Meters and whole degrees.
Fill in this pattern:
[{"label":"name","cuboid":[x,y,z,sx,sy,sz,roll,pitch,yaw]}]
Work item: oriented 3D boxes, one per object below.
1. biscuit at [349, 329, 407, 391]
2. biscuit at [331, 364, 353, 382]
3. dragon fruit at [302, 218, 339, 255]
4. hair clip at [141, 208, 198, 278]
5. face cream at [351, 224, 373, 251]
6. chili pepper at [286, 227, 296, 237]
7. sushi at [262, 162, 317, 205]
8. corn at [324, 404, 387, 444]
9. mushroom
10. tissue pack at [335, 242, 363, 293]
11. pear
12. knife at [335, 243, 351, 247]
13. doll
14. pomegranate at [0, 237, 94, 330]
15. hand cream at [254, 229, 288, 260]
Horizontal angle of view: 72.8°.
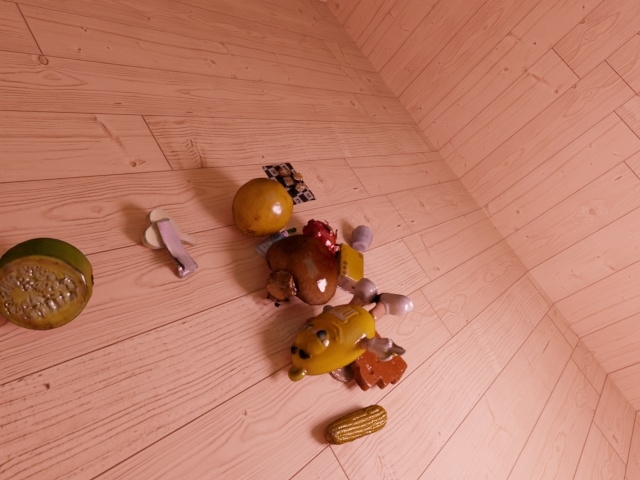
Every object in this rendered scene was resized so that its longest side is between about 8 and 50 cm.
[{"label":"biscuit","cuboid":[0.186,0.404,1.498,0.306,0.043,0.284,28,34,-29]},{"label":"biscuit","cuboid":[0.070,0.406,1.418,0.120,0.015,0.120,25,42,-25]},{"label":"dragon fruit","cuboid":[0.000,0.000,1.626,0.166,0.136,0.133,60,26,-15]},{"label":"hair clip","cuboid":[-0.428,0.002,1.270,0.159,0.071,0.218,-25,81,-53]},{"label":"face cream","cuboid":[0.173,-0.009,1.821,0.091,0.091,0.095,32,48,-18]},{"label":"chili pepper","cuboid":[-0.113,-0.029,1.631,0.027,0.022,0.083,17,36,16]},{"label":"sushi","cuboid":[-0.119,-0.248,1.800,0.193,0.040,0.210,-21,72,-50]},{"label":"corn","cuboid":[0.107,0.546,1.282,0.231,0.080,0.080,-3,59,-42]},{"label":"mushroom","cuboid":[-0.062,0.100,1.408,0.263,0.195,0.283,39,45,0]},{"label":"tissue pack","cuboid":[0.105,0.106,1.662,0.120,0.082,0.169,29,41,-23]},{"label":"pear","cuboid":[-0.202,-0.108,1.471,0.209,0.209,0.209,25,43,-25]},{"label":"knife","cuboid":[0.074,0.024,1.758,0.121,0.018,0.031,18,53,-31]},{"label":"doll","cuboid":[0.105,0.272,1.353,0.423,0.348,0.161,-62,139,-60]},{"label":"pomegranate","cuboid":[-0.621,0.099,0.951,0.190,0.241,0.159,49,-4,-33]},{"label":"hand cream","cuboid":[-0.162,0.013,1.529,0.084,0.053,0.142,45,48,-3]}]
